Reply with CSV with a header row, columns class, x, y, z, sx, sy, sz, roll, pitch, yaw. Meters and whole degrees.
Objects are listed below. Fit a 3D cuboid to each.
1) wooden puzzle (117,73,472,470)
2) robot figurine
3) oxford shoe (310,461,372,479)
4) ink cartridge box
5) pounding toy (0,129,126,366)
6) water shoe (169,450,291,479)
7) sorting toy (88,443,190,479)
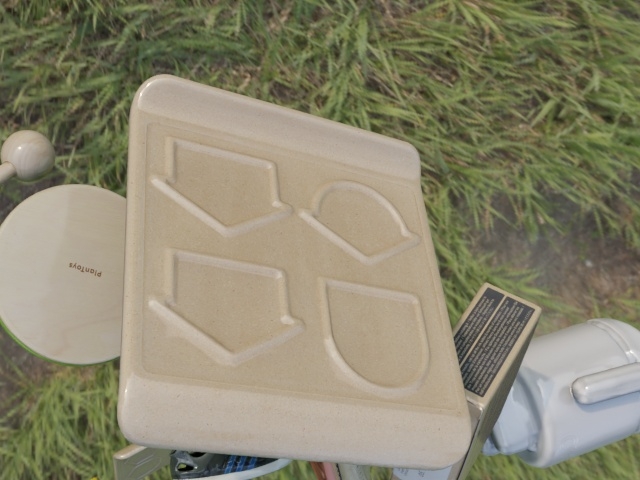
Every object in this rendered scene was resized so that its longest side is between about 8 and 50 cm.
class,x,y,z,sx,sy,sz,roll,pitch,yaw
wooden puzzle,-0.030,0.035,0.780,0.322,0.348,0.080,12,146,-25
robot figurine,0.415,0.247,1.374,0.353,0.300,0.200,-15,82,-15
oxford shoe,0.047,0.241,1.117,0.146,0.140,0.397,-20,114,-11
ink cartridge box,0.183,0.201,1.064,0.193,0.088,0.235,-44,153,-42
pounding toy,-0.280,0.024,0.863,0.237,0.110,0.183,47,59,-16
water shoe,-0.130,0.327,1.282,0.203,0.073,0.080,-11,87,-26
sorting toy,-0.343,0.412,1.596,0.307,0.041,0.229,-25,158,-25
